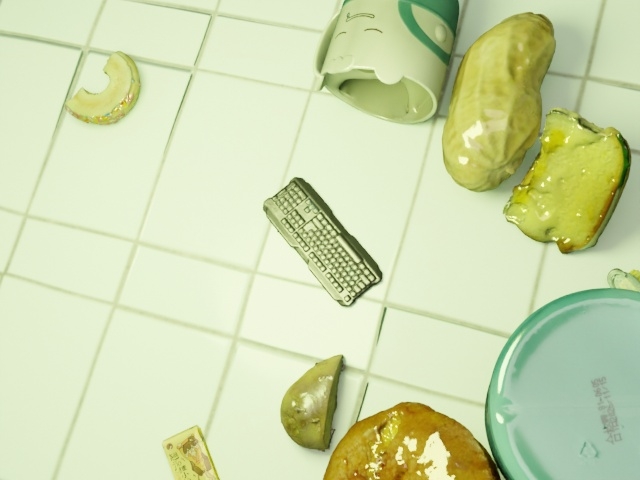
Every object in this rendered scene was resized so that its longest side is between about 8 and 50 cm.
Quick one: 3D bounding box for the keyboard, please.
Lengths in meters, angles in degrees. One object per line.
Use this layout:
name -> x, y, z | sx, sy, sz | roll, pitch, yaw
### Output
keyboard -> 0.000, 0.000, 1.563 | 0.106, 0.016, 0.262 | -39, 71, -1

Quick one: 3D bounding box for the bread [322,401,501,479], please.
bread -> 0.143, 0.403, 1.304 | 0.312, 0.172, 0.312 | -16, 62, 34

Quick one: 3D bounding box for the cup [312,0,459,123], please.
cup -> 0.108, -0.363, 1.555 | 0.289, 0.219, 0.258 | 4, 72, 45

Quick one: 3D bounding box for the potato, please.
potato -> -0.021, 0.269, 1.455 | 0.100, 0.089, 0.172 | 9, 78, 16

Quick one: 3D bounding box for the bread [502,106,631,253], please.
bread -> 0.435, -0.113, 1.456 | 0.174, 0.252, 0.133 | 25, 37, 17

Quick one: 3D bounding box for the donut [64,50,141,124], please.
donut -> -0.421, -0.289, 1.698 | 0.166, 0.065, 0.108 | -44, 72, -4

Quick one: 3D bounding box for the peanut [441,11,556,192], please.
peanut -> 0.308, -0.249, 1.495 | 0.158, 0.174, 0.340 | 16, 73, -16

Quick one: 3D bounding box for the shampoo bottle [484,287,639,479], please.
shampoo bottle -> 0.407, 0.258, 1.245 | 0.331, 0.343, 0.331 | -3, 74, 11

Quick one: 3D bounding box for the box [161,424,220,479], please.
box -> -0.223, 0.407, 1.492 | 0.073, 0.020, 0.149 | -27, 71, 3

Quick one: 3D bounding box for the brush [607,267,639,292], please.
brush -> 0.585, 0.162, 1.392 | 0.060, 0.068, 0.297 | -26, 74, -20
